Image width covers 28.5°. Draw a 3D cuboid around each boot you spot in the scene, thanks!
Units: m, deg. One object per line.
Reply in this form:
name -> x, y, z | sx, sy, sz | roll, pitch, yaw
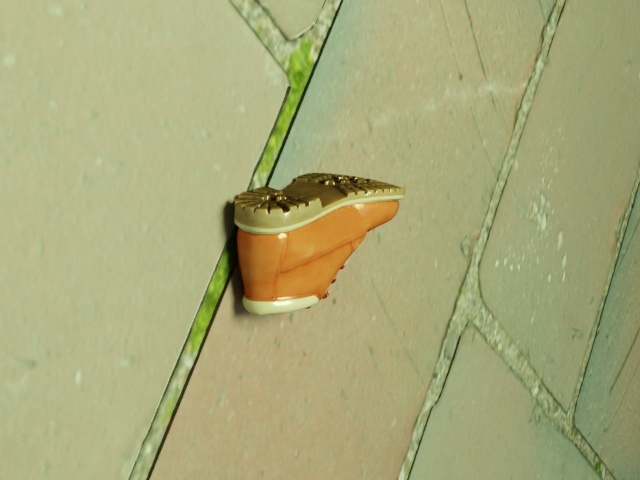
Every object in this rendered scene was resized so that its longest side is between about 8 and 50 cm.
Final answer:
boot -> 0.000, 0.000, 0.862 | 0.158, 0.059, 0.085 | -18, 115, -46
